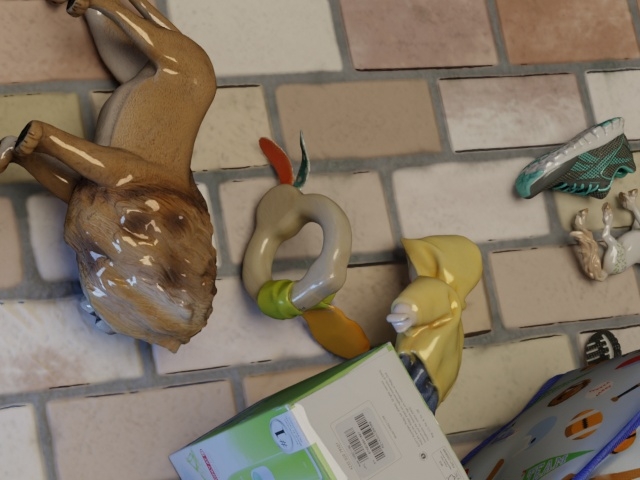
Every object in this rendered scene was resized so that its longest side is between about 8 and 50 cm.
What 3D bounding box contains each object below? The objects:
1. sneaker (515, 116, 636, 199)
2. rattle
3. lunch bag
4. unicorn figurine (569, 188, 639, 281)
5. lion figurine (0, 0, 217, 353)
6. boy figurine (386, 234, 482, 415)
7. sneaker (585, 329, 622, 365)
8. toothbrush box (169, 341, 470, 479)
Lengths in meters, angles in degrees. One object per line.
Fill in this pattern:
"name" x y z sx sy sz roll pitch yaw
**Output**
"sneaker" 0.290 -0.076 1.816 0.166 0.065 0.076 -29 94 -28
"rattle" 0.000 0.000 1.648 0.143 0.130 0.199 20 40 -31
"lunch bag" 0.247 0.282 1.538 0.385 0.328 0.239 -33 90 -31
"unicorn figurine" 0.352 0.001 1.830 0.162 0.060 0.111 -22 93 -15
"lion figurine" -0.170 -0.103 1.557 0.240 0.142 0.392 28 60 -24
"boy figurine" 0.094 0.103 1.622 0.092 0.177 0.285 4 58 18
"sneaker" 0.315 0.150 1.778 0.040 0.044 0.109 -15 64 13
"toothbrush box" 0.007 0.231 1.457 0.122 0.283 0.206 -29 89 -29
